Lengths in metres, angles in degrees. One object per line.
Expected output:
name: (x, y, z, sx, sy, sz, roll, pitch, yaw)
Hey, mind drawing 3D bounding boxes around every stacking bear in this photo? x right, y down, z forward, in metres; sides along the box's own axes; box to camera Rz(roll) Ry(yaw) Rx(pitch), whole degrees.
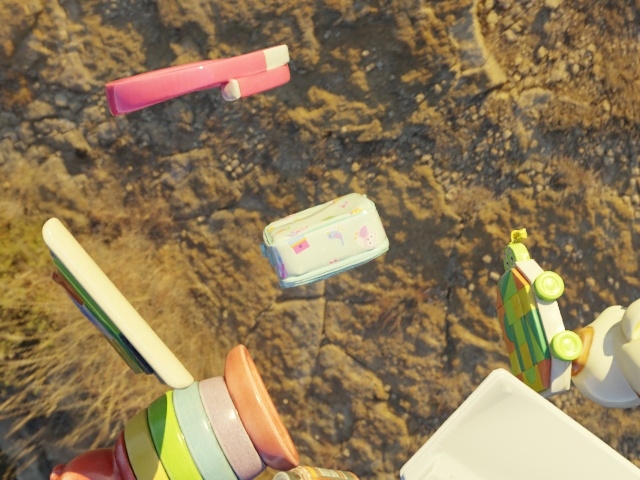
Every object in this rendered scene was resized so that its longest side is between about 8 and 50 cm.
stacking bear: (-0.193, 0.276, 1.006, 0.289, 0.164, 0.175, -26, 87, -4)

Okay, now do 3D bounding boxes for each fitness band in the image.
fitness band: (-0.162, -0.220, 1.096, 0.208, 0.291, 0.054, -3, 107, 28)

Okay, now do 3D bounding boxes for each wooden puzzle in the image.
wooden puzzle: (-0.239, 0.085, 0.900, 0.221, 0.044, 0.238, 50, 164, -4)

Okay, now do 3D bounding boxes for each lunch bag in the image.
lunch bag: (0.000, 0.000, 1.477, 0.224, 0.279, 0.108, -22, 99, -2)

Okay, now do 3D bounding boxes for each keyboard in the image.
keyboard: (0.158, 0.157, 0.381, 0.256, 0.014, 0.072, 37, 99, -11)

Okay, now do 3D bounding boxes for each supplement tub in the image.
supplement tub: (-0.011, 0.543, 1.714, 0.197, 0.106, 0.106, 20, 136, -36)

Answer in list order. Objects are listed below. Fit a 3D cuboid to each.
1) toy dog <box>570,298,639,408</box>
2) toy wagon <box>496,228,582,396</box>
toy dog: (0.669, 0.249, 1.520, 0.284, 0.396, 0.408, 24, 172, -28)
toy wagon: (0.424, 0.146, 1.625, 0.068, 0.267, 0.345, -9, 72, -8)
